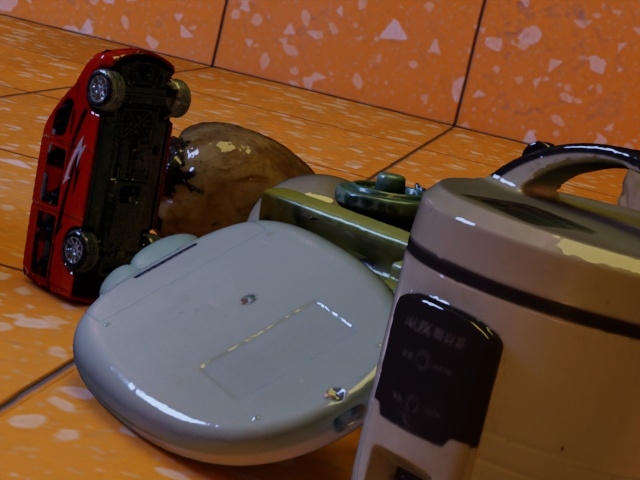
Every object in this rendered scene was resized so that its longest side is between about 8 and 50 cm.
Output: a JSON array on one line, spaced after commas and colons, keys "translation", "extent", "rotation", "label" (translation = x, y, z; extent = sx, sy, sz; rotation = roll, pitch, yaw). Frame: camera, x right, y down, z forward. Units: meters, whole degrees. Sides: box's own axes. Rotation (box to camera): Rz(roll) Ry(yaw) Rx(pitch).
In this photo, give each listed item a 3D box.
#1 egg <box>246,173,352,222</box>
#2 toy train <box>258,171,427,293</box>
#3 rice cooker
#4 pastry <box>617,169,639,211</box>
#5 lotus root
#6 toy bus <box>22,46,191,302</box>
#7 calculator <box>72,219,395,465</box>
[{"translation": [0.000, 0.000, 1.418], "extent": [0.114, 0.114, 0.152], "rotation": [21, 10, 36], "label": "egg"}, {"translation": [0.063, 0.051, 1.175], "extent": [0.237, 0.150, 0.369], "rotation": [-6, 19, -44], "label": "toy train"}, {"translation": [0.134, 0.073, 0.852], "extent": [0.226, 0.244, 0.226], "rotation": [16, 9, -3], "label": "rice cooker"}, {"translation": [0.452, 0.001, 1.410], "extent": [0.389, 0.312, 0.388], "rotation": [-25, 12, 6], "label": "pastry"}, {"translation": [-0.069, -0.039, 1.512], "extent": [0.214, 0.138, 0.138], "rotation": [9, 11, -33], "label": "lotus root"}, {"translation": [-0.168, -0.053, 1.272], "extent": [0.089, 0.195, 0.081], "rotation": [18, 11, 41], "label": "toy bus"}, {"translation": [-0.057, 0.053, 1.035], "extent": [0.184, 0.042, 0.295], "rotation": [-30, 30, -20], "label": "calculator"}]
